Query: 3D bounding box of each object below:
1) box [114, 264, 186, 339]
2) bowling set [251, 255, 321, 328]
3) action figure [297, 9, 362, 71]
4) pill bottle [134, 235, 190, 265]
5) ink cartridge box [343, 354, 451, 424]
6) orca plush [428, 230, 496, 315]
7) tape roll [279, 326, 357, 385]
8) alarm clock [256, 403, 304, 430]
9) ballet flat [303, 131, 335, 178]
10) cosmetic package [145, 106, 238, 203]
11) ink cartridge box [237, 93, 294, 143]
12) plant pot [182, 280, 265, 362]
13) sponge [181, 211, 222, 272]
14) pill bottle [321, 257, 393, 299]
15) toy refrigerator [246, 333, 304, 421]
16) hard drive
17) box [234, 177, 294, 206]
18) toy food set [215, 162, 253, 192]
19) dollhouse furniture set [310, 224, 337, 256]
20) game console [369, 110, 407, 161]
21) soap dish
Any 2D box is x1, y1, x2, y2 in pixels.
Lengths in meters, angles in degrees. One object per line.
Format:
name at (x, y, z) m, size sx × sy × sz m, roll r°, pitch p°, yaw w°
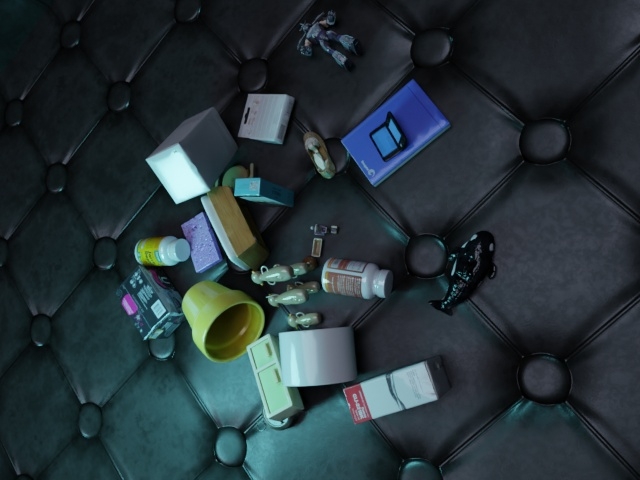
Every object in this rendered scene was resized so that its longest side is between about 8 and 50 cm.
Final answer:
box at (-0.652, 0.241, 2.108) m, size 0.163 × 0.142 × 0.247 m, roll -45°, pitch 69°, yaw 12°
bowling set at (-0.093, 0.152, 1.869) m, size 0.154 × 0.200 × 0.287 m, roll -11°, pitch 121°, yaw 28°
action figure at (0.023, -0.729, 1.944) m, size 0.285 × 0.099 × 0.185 m, roll 40°, pitch 106°, yaw 27°
pill bottle at (-0.618, 0.042, 2.120) m, size 0.208 × 0.117 × 0.117 m, roll -3°, pitch 82°, yaw 30°
ink cartridge box at (0.238, 0.450, 1.635) m, size 0.273 × 0.197 × 0.114 m, roll -25°, pitch 75°, yaw 21°
orca plush at (0.430, 0.094, 1.643) m, size 0.287 × 0.102 × 0.151 m, roll -48°, pitch 67°, yaw 13°
tape roll at (-0.007, 0.371, 1.734) m, size 0.246 × 0.246 × 0.169 m, roll -10°, pitch 79°, yaw 24°
alarm clock at (-0.155, 0.605, 1.876) m, size 0.192 × 0.064 × 0.129 m, roll -43°, pitch 68°, yaw 18°
ballet flat at (-0.011, -0.314, 1.920) m, size 0.073 × 0.067 × 0.206 m, roll -38°, pitch 69°, yaw 17°
cosmetic package at (-0.448, -0.316, 1.944) m, size 0.155 × 0.365 × 0.197 m, roll -18°, pitch 116°, yaw 22°
ink cartridge box at (-0.210, -0.466, 2.055) m, size 0.225 × 0.056 × 0.181 m, roll 15°, pitch 90°, yaw 44°
plant pot at (-0.367, 0.267, 1.930) m, size 0.239 × 0.254 × 0.254 m, roll 34°, pitch 98°, yaw 41°
sponge at (-0.466, 0.008, 2.111) m, size 0.117 × 0.031 × 0.210 m, roll -28°, pitch 72°, yaw 20°
pill bottle at (0.123, 0.128, 1.772) m, size 0.216 × 0.121 × 0.121 m, roll 8°, pitch 87°, yaw 26°
toy refrigerator at (-0.158, 0.464, 1.833) m, size 0.102 × 0.094 × 0.269 m, roll -31°, pitch 55°, yaw 12°
hard drive at (0.249, -0.362, 1.821) m, size 0.319 × 0.040 × 0.210 m, roll -39°, pitch 70°, yaw 16°
box at (-0.192, -0.165, 1.887) m, size 0.101 × 0.244 × 0.060 m, roll 1°, pitch 84°, yaw 25°
toy food set at (-0.326, -0.225, 2.078) m, size 0.192 × 0.038 × 0.132 m, roll -6°, pitch 74°, yaw 30°
dollhouse furniture set at (0.000, 0.000, 1.867) m, size 0.091 × 0.081 × 0.114 m, roll 6°, pitch 86°, yaw 26°
game console at (0.220, -0.341, 1.771) m, size 0.071 × 0.107 × 0.122 m, roll -24°, pitch 73°, yaw -10°
soap dish at (-0.301, -0.047, 1.945) m, size 0.118 × 0.229 × 0.291 m, roll -28°, pitch 72°, yaw 2°
